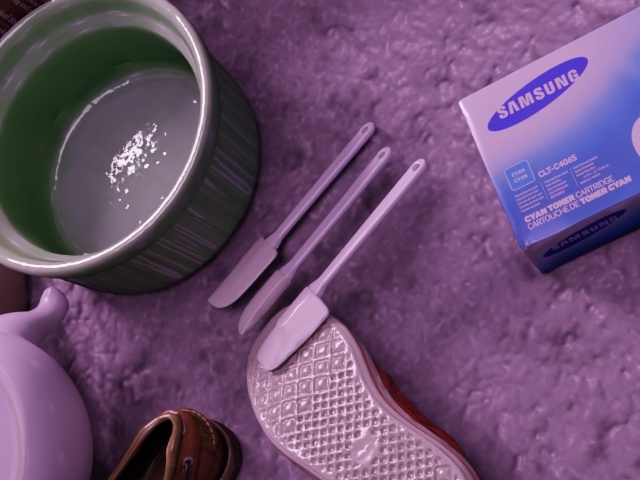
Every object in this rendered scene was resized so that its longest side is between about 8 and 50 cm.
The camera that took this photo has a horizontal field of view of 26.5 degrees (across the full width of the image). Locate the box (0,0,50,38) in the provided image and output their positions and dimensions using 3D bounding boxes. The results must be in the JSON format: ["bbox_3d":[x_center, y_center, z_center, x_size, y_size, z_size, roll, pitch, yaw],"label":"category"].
[{"bbox_3d":[-0.303,-0.291,1.467,0.381,0.191,0.143,-38,61,8],"label":"box"}]

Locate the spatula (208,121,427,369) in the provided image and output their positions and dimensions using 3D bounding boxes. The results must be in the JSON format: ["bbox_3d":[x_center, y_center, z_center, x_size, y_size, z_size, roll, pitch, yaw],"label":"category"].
[{"bbox_3d":[0.000,0.000,1.290,0.242,0.019,0.168,-49,30,1],"label":"spatula"}]

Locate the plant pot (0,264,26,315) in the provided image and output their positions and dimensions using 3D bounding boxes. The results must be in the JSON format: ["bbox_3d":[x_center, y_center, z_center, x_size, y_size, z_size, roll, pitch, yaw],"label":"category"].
[{"bbox_3d":[-0.466,0.054,1.344,0.256,0.274,0.257,-2,82,13],"label":"plant pot"}]

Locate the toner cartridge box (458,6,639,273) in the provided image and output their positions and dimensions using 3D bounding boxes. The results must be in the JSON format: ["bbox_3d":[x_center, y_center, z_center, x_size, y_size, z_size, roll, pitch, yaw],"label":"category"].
[{"bbox_3d":[0.311,-0.123,1.185,0.347,0.075,0.165,-27,62,15],"label":"toner cartridge box"}]

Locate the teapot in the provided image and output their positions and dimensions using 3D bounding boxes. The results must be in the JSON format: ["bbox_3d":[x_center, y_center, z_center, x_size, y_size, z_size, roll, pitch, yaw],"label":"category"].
[{"bbox_3d":[-0.309,0.209,1.292,0.256,0.187,0.252,-43,67,12],"label":"teapot"}]

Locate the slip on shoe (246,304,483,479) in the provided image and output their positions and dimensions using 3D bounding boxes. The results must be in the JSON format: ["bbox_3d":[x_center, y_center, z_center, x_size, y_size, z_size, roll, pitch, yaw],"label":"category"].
[{"bbox_3d":[0.041,0.171,1.200,0.123,0.101,0.331,-51,46,1],"label":"slip on shoe"}]

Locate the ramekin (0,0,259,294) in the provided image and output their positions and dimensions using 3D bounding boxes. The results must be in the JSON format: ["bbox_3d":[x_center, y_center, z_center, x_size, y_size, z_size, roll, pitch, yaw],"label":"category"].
[{"bbox_3d":[-0.209,-0.090,1.377,0.303,0.148,0.303,-8,69,23],"label":"ramekin"}]

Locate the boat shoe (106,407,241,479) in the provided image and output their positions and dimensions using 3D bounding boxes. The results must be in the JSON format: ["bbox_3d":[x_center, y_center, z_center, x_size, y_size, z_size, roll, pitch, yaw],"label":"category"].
[{"bbox_3d":[-0.194,0.292,1.262,0.110,0.104,0.307,23,84,30],"label":"boat shoe"}]
